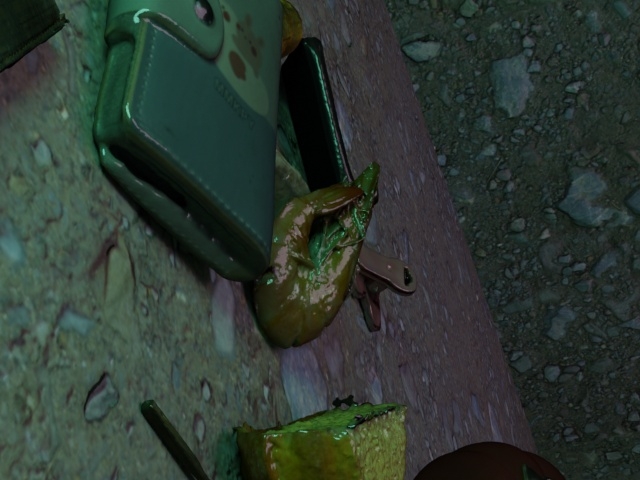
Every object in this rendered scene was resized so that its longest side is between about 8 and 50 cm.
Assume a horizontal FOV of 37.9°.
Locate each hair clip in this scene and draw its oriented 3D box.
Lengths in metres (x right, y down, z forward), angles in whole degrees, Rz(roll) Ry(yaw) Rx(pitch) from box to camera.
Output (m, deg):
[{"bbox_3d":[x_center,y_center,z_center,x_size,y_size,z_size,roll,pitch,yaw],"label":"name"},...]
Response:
[{"bbox_3d":[0.070,0.065,1.472,0.138,0.102,0.123,23,43,-29],"label":"hair clip"}]

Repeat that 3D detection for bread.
[{"bbox_3d":[0.011,0.229,0.906,0.260,0.129,0.134,8,75,-73],"label":"bread"}]

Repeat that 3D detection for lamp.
[{"bbox_3d":[0.232,0.421,1.234,0.303,0.257,0.303,16,60,-30],"label":"lamp"}]

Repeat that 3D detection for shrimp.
[{"bbox_3d":[0.001,0.000,1.068,0.267,0.061,0.145,-53,126,-29],"label":"shrimp"}]

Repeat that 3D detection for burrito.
[{"bbox_3d":[-0.029,-0.022,1.119,0.082,0.059,0.275,-58,137,-27],"label":"burrito"}]

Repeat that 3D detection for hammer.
[{"bbox_3d":[-0.075,0.231,0.788,0.058,0.029,0.292,-87,155,-54],"label":"hammer"}]

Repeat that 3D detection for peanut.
[{"bbox_3d":[-0.074,-0.266,1.180,0.207,0.087,0.087,-60,133,-73],"label":"peanut"}]

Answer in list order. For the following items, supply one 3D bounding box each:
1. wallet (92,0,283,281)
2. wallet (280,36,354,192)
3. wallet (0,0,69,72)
[{"bbox_3d":[-0.112,-0.168,0.898,0.252,0.083,0.360,47,35,-48],"label":"wallet"},{"bbox_3d":[0.000,-0.152,1.309,0.149,0.044,0.250,145,-68,-74],"label":"wallet"},{"bbox_3d":[-0.260,-0.264,0.580,0.169,0.044,0.317,-83,155,-64],"label":"wallet"}]
